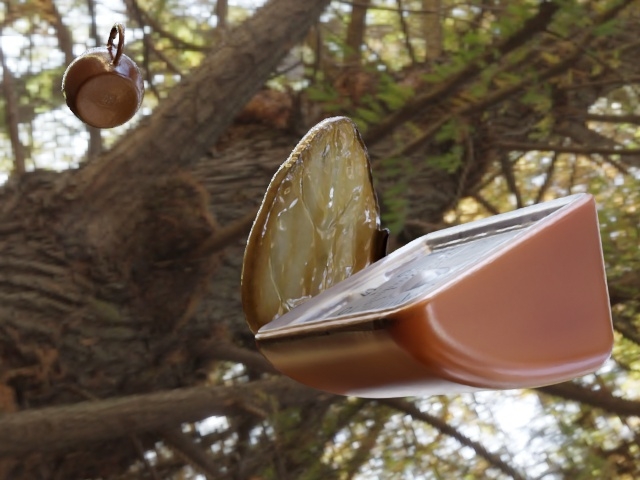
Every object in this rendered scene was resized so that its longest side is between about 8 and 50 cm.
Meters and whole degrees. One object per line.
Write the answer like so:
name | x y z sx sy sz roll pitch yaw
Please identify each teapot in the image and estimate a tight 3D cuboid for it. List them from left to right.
teapot | -0.298 -0.221 1.435 0.116 0.116 0.173 46 -55 31

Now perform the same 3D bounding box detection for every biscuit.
biscuit | -0.003 -0.001 1.082 0.041 0.203 0.260 11 -90 43

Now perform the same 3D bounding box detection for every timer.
timer | 0.100 0.068 0.960 0.257 0.250 0.161 -16 -95 56
